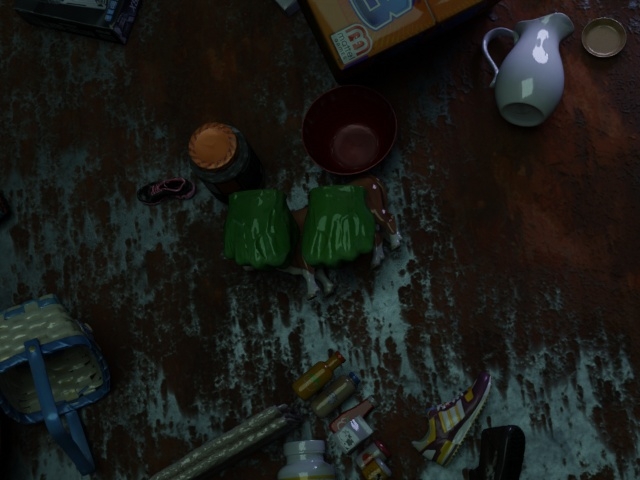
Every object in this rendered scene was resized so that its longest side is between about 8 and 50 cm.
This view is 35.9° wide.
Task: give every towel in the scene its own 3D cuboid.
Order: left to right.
[{"bbox_3d":[-0.167,0.367,1.726,0.282,0.187,0.049,-30,76,0],"label":"towel"}]

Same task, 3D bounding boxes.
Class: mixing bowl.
[{"bbox_3d":[0.060,-0.197,1.891,0.181,0.098,0.181,-2,75,9],"label":"mixing bowl"}]

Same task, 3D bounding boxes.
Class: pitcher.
[{"bbox_3d":[0.377,-0.323,1.872,0.177,0.125,0.207,1,63,31],"label":"pitcher"}]

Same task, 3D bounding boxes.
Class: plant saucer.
[{"bbox_3d":[0.546,-0.389,1.905,0.083,0.015,0.083,-2,75,9],"label":"plant saucer"}]

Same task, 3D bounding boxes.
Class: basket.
[{"bbox_3d":[-0.480,0.258,1.772,0.201,0.255,0.289,-17,60,-10],"label":"basket"}]

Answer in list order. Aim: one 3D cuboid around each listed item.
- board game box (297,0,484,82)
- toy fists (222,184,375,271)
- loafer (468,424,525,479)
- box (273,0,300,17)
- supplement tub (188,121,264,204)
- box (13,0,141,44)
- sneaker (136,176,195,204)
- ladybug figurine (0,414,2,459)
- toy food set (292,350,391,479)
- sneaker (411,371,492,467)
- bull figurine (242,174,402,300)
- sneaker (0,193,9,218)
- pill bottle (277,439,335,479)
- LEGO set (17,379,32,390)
[{"bbox_3d":[0.115,-0.530,1.784,0.356,0.356,0.357,-26,95,3],"label":"board game box"},{"bbox_3d":[-0.039,-0.013,1.758,0.279,0.096,0.142,-2,72,10],"label":"toy fists"},{"bbox_3d":[0.295,0.423,1.698,0.078,0.080,0.220,3,73,45],"label":"loafer"},{"bbox_3d":[-0.041,-0.573,2.047,0.186,0.038,0.145,-39,72,-2],"label":"box"},{"bbox_3d":[-0.180,-0.147,1.870,0.117,0.190,0.117,-3,74,9],"label":"supplement tub"},{"bbox_3d":[-0.484,-0.590,2.108,0.242,0.076,0.308,15,78,14],"label":"box"},{"bbox_3d":[-0.311,-0.103,1.952,0.119,0.057,0.047,-11,75,8],"label":"sneaker"},{"bbox_3d":[-0.726,0.359,1.838,0.305,0.162,0.449,-10,74,7],"label":"ladybug figurine"},{"bbox_3d":[0.065,0.314,1.739,0.104,0.111,0.232,-41,69,-3],"label":"toy food set"},{"bbox_3d":[0.232,0.301,1.737,0.084,0.069,0.185,30,80,11],"label":"sneaker"},{"bbox_3d":[0.000,0.000,1.848,0.310,0.101,0.188,-31,76,2],"label":"bull figurine"},{"bbox_3d":[-0.759,-0.116,2.009,0.125,0.104,0.262,-44,72,-2],"label":"sneaker"},{"bbox_3d":[-0.023,0.446,1.722,0.103,0.103,0.184,-7,73,8],"label":"pill bottle"},{"bbox_3d":[-0.586,0.281,1.913,0.083,0.023,0.054,32,80,30],"label":"LEGO set"}]
